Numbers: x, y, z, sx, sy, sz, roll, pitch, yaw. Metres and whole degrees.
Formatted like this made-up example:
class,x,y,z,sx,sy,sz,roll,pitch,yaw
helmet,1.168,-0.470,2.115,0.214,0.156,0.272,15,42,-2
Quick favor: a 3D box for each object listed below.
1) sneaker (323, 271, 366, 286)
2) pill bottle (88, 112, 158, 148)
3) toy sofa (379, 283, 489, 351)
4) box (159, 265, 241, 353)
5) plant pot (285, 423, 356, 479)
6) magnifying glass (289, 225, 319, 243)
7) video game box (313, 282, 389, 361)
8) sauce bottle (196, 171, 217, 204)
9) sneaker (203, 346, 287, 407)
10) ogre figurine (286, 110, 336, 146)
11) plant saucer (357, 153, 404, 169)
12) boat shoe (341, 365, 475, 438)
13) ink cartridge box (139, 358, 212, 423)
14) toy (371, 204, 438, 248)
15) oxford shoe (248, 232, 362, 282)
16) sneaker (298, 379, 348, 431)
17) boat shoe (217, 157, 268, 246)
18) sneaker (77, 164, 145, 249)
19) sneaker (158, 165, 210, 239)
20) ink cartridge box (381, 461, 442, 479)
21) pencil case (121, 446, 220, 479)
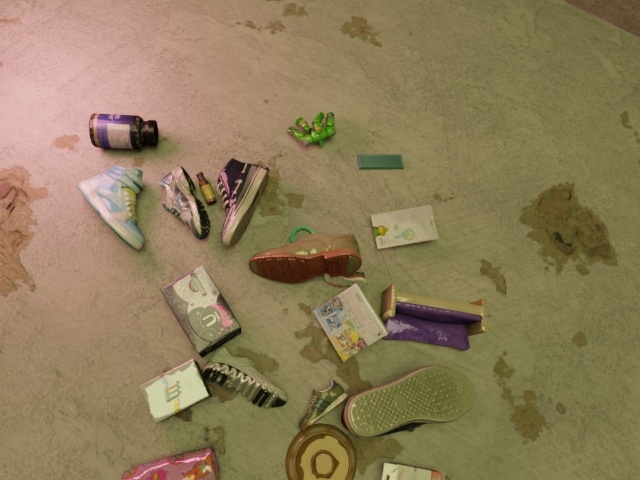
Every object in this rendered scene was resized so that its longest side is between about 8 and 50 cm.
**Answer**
class,x,y,z,sx,sy,sz,roll,pitch,yaw
sneaker,0.089,0.130,1.716,0.157,0.061,0.065,10,44,-7
pill bottle,-0.712,-0.396,1.711,0.219,0.123,0.123,0,72,-10
toy sofa,0.393,0.277,1.658,0.362,0.150,0.177,10,70,-6
box,-0.389,0.234,1.549,0.163,0.142,0.247,-31,80,-17
plant pot,0.005,0.718,1.515,0.236,0.032,0.237,3,73,-8
magnifying glass,0.000,0.000,1.750,0.230,0.026,0.092,8,71,-8
video game box,0.105,0.282,1.624,0.187,0.048,0.205,-33,79,10
sauce bottle,-0.423,-0.193,1.734,0.042,0.042,0.128,-22,79,-15
sneaker,-0.231,0.446,1.530,0.292,0.110,0.118,31,34,-10
ogre figurine,-0.019,-0.439,1.857,0.197,0.097,0.118,-13,56,-28
plant saucer,0.245,-0.321,1.898,0.191,0.018,0.067,-2,73,-11
boat shoe,0.290,0.538,1.561,0.499,0.156,0.187,-7,68,-23
ink cartridge box,-0.450,0.471,1.469,0.176,0.128,0.127,-24,78,-15
toy,0.318,-0.048,1.802,0.237,0.056,0.137,-9,77,-7
oxford shoe,-0.055,0.054,1.676,0.396,0.141,0.147,-3,45,1
sneaker,-0.006,0.540,1.559,0.192,0.064,0.086,-32,72,-17
boat shoe,-0.320,-0.145,1.705,0.158,0.127,0.341,20,62,5
sneaker,-0.667,-0.135,1.633,0.208,0.127,0.319,-40,83,-17
sneaker,-0.490,-0.119,1.684,0.122,0.110,0.283,-26,75,2
ink cartridge box,0.283,0.790,1.518,0.198,0.067,0.115,14,70,-6
pencil case,-0.448,0.713,1.402,0.283,0.124,0.124,-13,75,-12
